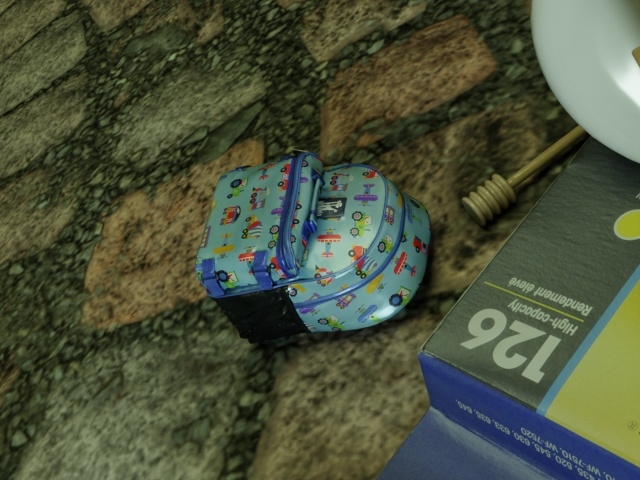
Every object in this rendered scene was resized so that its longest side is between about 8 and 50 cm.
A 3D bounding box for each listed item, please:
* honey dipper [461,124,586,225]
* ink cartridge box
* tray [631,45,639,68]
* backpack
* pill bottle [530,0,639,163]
[{"bbox_3d":[0.190,-0.072,0.734,0.161,0.030,0.030,-38,39,-3],"label":"honey dipper"},{"bbox_3d":[0.215,0.085,0.537,0.307,0.072,0.303,-48,41,-16],"label":"ink cartridge box"},{"bbox_3d":[0.303,0.036,0.316,0.203,0.076,0.411,-31,55,23],"label":"tray"},{"bbox_3d":[0.000,0.000,0.739,0.173,0.117,0.158,-8,49,27],"label":"backpack"},{"bbox_3d":[0.309,-0.246,0.631,0.229,0.229,0.407,-4,37,34],"label":"pill bottle"}]
